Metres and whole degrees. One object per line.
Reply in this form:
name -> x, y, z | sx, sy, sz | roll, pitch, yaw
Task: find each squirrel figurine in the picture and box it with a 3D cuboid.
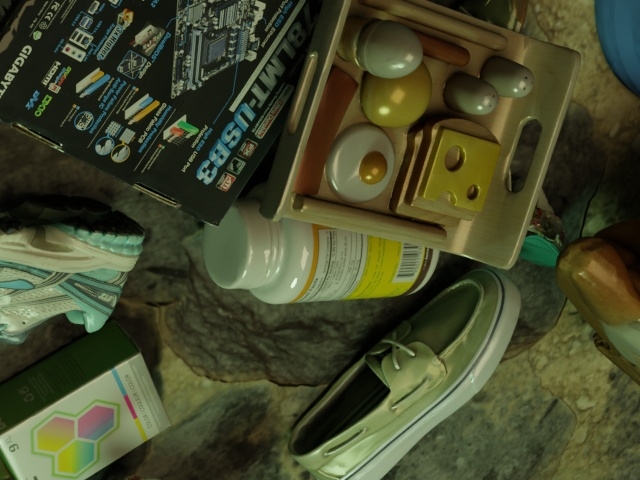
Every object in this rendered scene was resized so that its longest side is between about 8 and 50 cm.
squirrel figurine -> 0.474, 0.007, 1.758 | 0.370, 0.281, 0.397 | -48, 168, -5

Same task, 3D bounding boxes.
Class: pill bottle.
pill bottle -> 0.000, 0.000, 1.522 | 0.215, 0.117, 0.117 | -2, 120, -35

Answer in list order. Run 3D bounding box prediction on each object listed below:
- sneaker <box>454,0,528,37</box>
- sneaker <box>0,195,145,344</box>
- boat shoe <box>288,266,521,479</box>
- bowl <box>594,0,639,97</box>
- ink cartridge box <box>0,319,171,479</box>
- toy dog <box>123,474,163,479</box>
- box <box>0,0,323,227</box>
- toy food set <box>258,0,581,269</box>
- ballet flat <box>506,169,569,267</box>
sneaker -> 0.124, -0.173, 1.531 | 0.086, 0.064, 0.192 | 6, 118, -44
sneaker -> -0.278, 0.030, 1.335 | 0.283, 0.110, 0.122 | 5, 107, -38
boat shoe -> 0.090, 0.146, 1.697 | 0.302, 0.109, 0.094 | -50, 133, 7
bowl -> 0.463, -0.303, 1.685 | 0.391, 0.077, 0.391 | -19, 129, -25
ink cartridge box -> -0.253, 0.176, 1.495 | 0.209, 0.062, 0.109 | -30, 133, -15
toy dog -> -0.184, 0.324, 1.603 | 0.220, 0.161, 0.333 | -33, 129, 6
box -> -0.121, -0.191, 1.337 | 0.293, 0.073, 0.295 | 26, 101, -45
toy food set -> 0.096, -0.098, 1.420 | 0.306, 0.092, 0.219 | 12, 97, -41
ballet flat -> 0.194, -0.037, 1.670 | 0.241, 0.091, 0.077 | 24, 77, -47
